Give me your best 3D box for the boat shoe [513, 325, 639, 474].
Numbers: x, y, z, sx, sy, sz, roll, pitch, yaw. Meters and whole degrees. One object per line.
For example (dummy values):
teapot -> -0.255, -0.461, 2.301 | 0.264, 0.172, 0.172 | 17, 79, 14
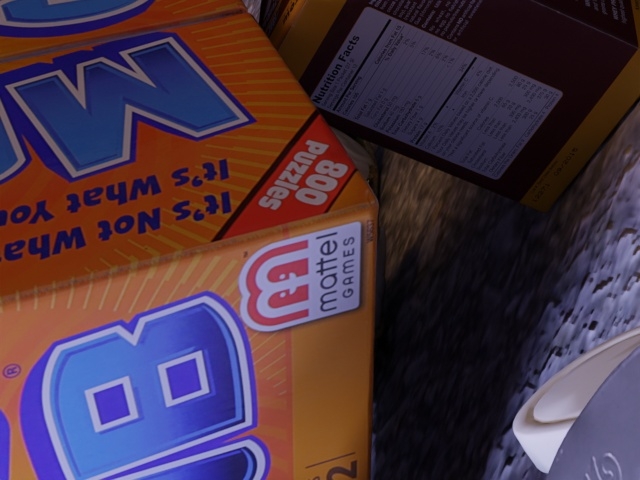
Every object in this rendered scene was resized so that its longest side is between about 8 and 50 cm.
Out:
boat shoe -> 0.192, 0.069, 0.495 | 0.116, 0.099, 0.319 | -36, 11, -31

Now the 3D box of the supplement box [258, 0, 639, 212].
supplement box -> 0.078, -0.153, 0.933 | 0.129, 0.194, 0.191 | -56, 20, 39

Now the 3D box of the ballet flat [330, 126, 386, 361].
ballet flat -> 0.000, 0.000, 1.166 | 0.348, 0.123, 0.123 | -93, 28, -59

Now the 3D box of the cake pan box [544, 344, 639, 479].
cake pan box -> 0.149, 0.127, 0.357 | 0.267, 0.070, 0.245 | 45, 120, 49

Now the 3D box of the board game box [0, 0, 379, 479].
board game box -> -0.200, 0.056, 0.894 | 0.356, 0.357, 0.356 | -123, 24, -45
